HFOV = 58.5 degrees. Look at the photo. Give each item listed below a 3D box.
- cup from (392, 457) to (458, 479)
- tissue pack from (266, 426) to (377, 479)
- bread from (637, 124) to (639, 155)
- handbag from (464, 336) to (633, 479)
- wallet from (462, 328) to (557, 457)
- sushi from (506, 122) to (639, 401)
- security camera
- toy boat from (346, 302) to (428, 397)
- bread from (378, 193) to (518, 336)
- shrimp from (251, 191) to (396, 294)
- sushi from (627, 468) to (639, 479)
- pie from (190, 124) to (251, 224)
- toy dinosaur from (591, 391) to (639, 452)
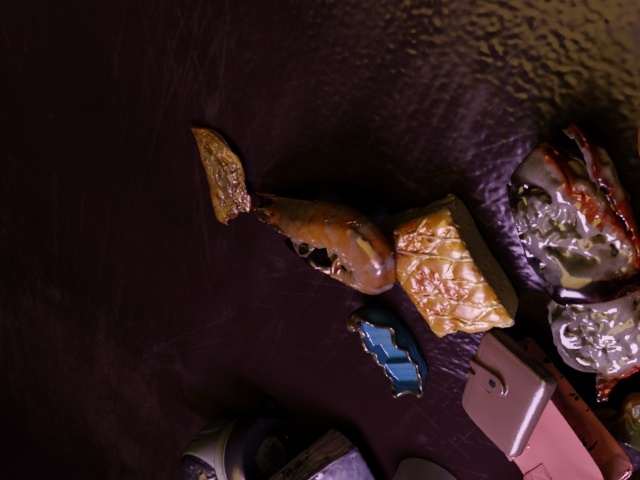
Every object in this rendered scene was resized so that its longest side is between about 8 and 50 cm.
[{"bbox_3d":[0.196,0.523,1.071,0.173,0.142,0.134,48,135,-8],"label":"cup"},{"bbox_3d":[0.026,0.595,1.158,0.122,0.259,0.361,15,135,60],"label":"tissue pack"},{"bbox_3d":[0.364,-0.209,0.375,0.237,0.165,0.375,13,131,29],"label":"bread"},{"bbox_3d":[0.300,0.256,0.787,0.212,0.059,0.157,59,148,32],"label":"handbag"},{"bbox_3d":[0.244,0.204,0.768,0.118,0.039,0.152,45,139,45],"label":"wallet"},{"bbox_3d":[0.295,0.028,0.636,0.130,0.124,0.332,-19,110,31],"label":"sushi"},{"bbox_3d":[-0.192,0.480,1.270,0.277,0.191,0.197,-20,112,43],"label":"security camera"},{"bbox_3d":[0.104,0.178,0.912,0.075,0.077,0.185,-13,115,41],"label":"toy boat"},{"bbox_3d":[0.169,0.039,0.767,0.126,0.068,0.188,-20,110,43],"label":"bread"},{"bbox_3d":[0.000,0.000,0.825,0.287,0.063,0.152,20,143,47],"label":"shrimp"},{"bbox_3d":[0.415,0.381,0.719,0.161,0.107,0.241,48,131,5],"label":"sushi"},{"bbox_3d":[-0.152,-0.100,0.907,0.092,0.034,0.169,8,121,32],"label":"pie"},{"bbox_3d":[0.395,0.340,0.830,0.205,0.092,0.393,39,139,0],"label":"toy dinosaur"}]
